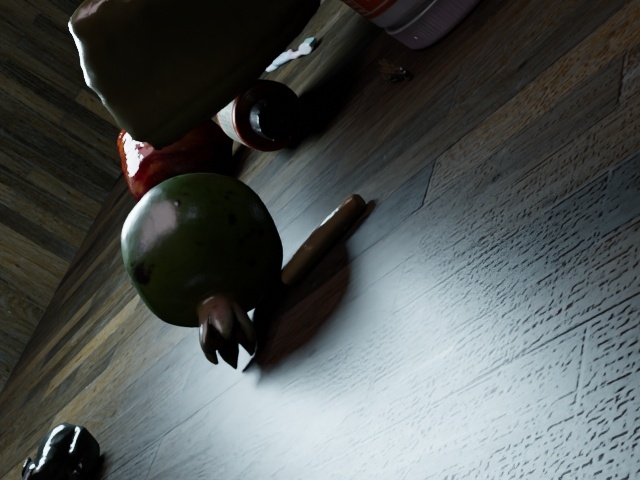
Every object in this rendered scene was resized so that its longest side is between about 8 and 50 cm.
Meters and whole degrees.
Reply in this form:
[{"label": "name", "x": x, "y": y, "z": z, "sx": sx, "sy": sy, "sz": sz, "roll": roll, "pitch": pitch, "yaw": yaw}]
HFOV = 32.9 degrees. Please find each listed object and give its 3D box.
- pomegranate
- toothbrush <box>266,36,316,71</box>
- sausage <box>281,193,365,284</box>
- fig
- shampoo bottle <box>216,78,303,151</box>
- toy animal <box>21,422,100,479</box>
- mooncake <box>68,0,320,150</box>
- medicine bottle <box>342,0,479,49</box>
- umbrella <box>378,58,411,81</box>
[{"label": "pomegranate", "x": -0.124, "y": 0.035, "z": 1.208, "sx": 0.187, "sy": 0.187, "sz": 0.225, "roll": -46, "pitch": 49, "yaw": 34}, {"label": "toothbrush", "x": -0.056, "y": -0.330, "z": 1.944, "sx": 0.027, "sy": 0.021, "sz": 0.269, "roll": -48, "pitch": 14, "yaw": -13}, {"label": "sausage", "x": 0.000, "y": 0.000, "z": 1.137, "sx": 0.132, "sy": 0.024, "sz": 0.024, "roll": -47, "pitch": 19, "yaw": 28}, {"label": "fig", "x": -0.220, "y": -0.151, "z": 1.880, "sx": 0.250, "sy": 0.186, "sz": 0.203, "roll": -17, "pitch": 41, "yaw": -5}, {"label": "shampoo bottle", "x": -0.086, "y": -0.186, "z": 1.605, "sx": 0.104, "sy": 0.104, "sz": 0.278, "roll": -57, "pitch": 16, "yaw": 1}, {"label": "toy animal", "x": -0.392, "y": 0.352, "z": 1.539, "sx": 0.269, "sy": 0.082, "sz": 0.137, "roll": -48, "pitch": 15, "yaw": 42}, {"label": "mooncake", "x": -0.192, "y": -0.310, "z": 1.530, "sx": 0.394, "sy": 0.246, "sz": 0.393, "roll": -48, "pitch": 23, "yaw": -27}, {"label": "medicine bottle", "x": 0.084, "y": -0.383, "z": 1.224, "sx": 0.252, "sy": 0.241, "sz": 0.252, "roll": -50, "pitch": 18, "yaw": 23}, {"label": "umbrella", "x": 0.086, "y": -0.197, "z": 1.260, "sx": 0.020, "sy": 0.031, "sz": 0.083, "roll": -25, "pitch": 18, "yaw": -4}]
